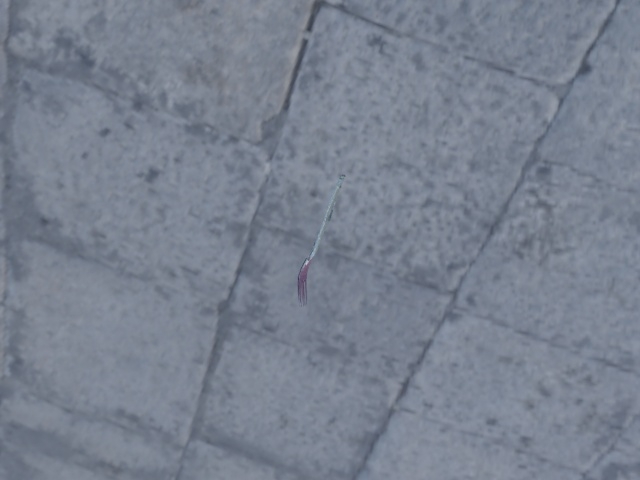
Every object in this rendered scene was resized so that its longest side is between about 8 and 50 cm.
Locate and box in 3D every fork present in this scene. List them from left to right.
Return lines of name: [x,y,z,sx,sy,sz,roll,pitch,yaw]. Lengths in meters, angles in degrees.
fork: [-0.001,0.000,0.918,0.012,0.016,0.115,21,103,13]
